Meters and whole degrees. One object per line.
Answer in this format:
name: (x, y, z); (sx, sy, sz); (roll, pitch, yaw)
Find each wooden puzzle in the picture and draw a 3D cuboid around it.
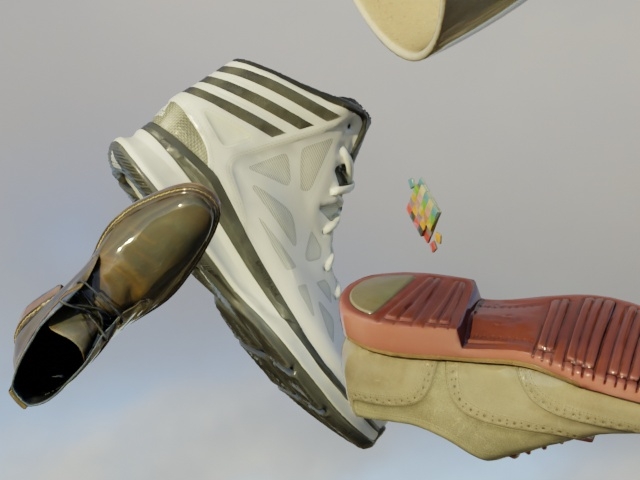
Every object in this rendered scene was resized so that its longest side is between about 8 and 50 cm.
wooden puzzle: (0.107, -0.030, 1.790); (0.006, 0.083, 0.049); (-10, -38, -24)

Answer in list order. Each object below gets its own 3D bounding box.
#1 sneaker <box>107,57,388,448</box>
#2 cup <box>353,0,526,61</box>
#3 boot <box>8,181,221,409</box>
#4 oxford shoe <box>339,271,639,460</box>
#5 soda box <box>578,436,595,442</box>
sneaker: (0.000, 0.000, 1.851); (0.447, 0.257, 0.169); (54, -13, -21)
cup: (0.138, -0.339, 1.433); (0.237, 0.331, 0.331); (-18, -11, -12)
boot: (-0.162, 0.049, 1.355); (0.082, 0.106, 0.219); (42, -68, -17)
oxford shoe: (0.183, 0.119, 1.408); (0.348, 0.130, 0.123); (12, 29, 20)
soda box: (0.173, 0.132, 1.612); (0.183, 0.058, 0.063); (11, -52, -1)
